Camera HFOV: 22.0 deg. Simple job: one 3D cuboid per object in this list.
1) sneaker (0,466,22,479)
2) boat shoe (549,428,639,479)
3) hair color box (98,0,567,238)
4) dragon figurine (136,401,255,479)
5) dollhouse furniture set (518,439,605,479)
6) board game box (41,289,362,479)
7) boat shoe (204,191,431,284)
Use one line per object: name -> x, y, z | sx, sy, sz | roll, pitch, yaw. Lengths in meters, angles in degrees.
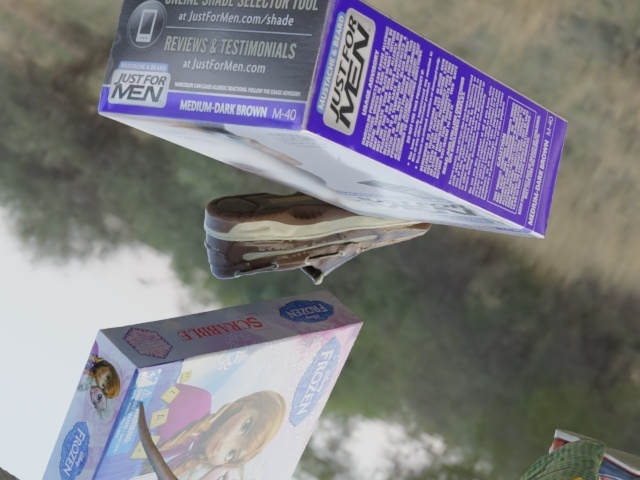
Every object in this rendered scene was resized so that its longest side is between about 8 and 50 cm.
sneaker -> -0.314, 0.242, 1.300 | 0.102, 0.161, 0.282 | 23, 174, 38
boat shoe -> 0.243, 0.198, 1.428 | 0.049, 0.043, 0.137 | 16, 179, -27
hair color box -> 0.021, -0.091, 1.215 | 0.185, 0.110, 0.339 | 8, 172, 37
dragon figurine -> -0.082, 0.270, 1.480 | 0.289, 0.085, 0.144 | 38, 156, -9
dollhouse furniture set -> 0.067, 0.251, 1.209 | 0.151, 0.301, 0.197 | 34, -170, 2
board game box -> -0.135, 0.211, 1.658 | 0.318, 0.319, 0.066 | -9, -139, -48
boat shoe -> -0.003, -0.003, 1.783 | 0.257, 0.095, 0.095 | -3, -157, -16
